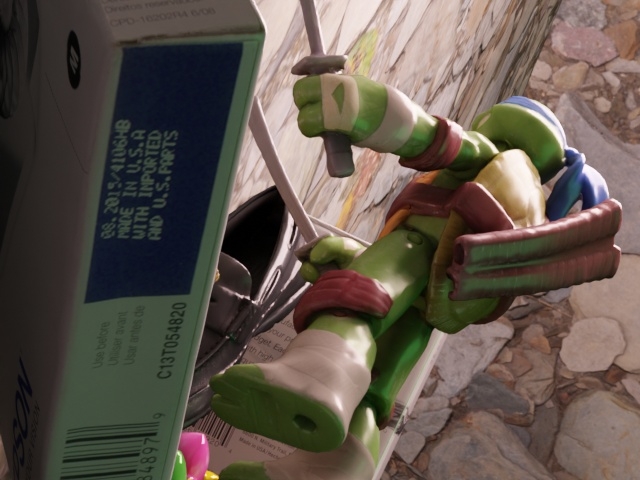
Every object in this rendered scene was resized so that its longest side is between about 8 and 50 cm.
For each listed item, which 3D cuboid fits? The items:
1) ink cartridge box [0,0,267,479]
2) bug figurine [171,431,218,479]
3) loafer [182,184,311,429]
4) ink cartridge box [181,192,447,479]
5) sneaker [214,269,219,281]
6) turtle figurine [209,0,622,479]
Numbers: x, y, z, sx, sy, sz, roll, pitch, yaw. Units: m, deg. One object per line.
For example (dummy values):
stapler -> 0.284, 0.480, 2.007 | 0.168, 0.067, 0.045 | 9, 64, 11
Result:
ink cartridge box -> -0.085, -0.049, 0.540 | 0.223, 0.045, 0.224 | 105, -28, -43
bug figurine -> -0.136, 0.197, 0.968 | 0.216, 0.072, 0.279 | -48, 175, 1
loafer -> -0.072, 0.040, 1.023 | 0.223, 0.076, 0.078 | -46, 141, -49
ink cartridge box -> -0.018, 0.100, 1.176 | 0.219, 0.160, 0.092 | -64, 172, -2
sneaker -> -0.102, 0.015, 0.831 | 0.084, 0.069, 0.185 | -41, 173, -4
turtle figurine -> 0.000, 0.000, 0.917 | 0.198, 0.274, 0.266 | -38, -161, 53
